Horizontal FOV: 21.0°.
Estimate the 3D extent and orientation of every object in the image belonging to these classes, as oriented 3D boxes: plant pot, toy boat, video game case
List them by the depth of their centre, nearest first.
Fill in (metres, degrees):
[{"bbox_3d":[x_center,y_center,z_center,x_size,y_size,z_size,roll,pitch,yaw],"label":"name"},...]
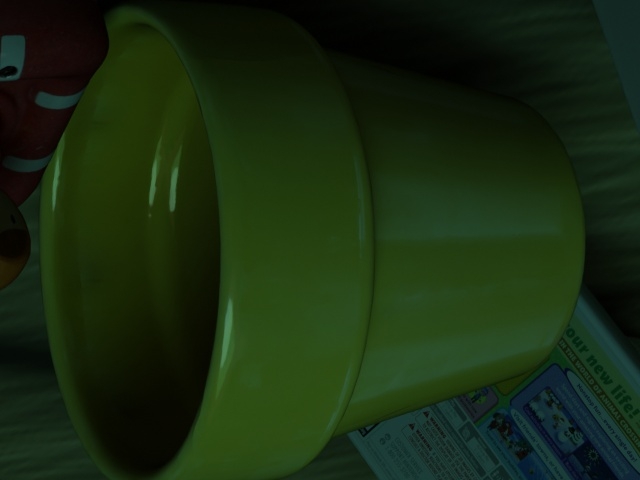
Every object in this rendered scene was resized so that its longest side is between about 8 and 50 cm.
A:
[{"bbox_3d":[-0.187,-0.042,0.874,0.151,0.151,0.231,-7,152,-30],"label":"toy boat"},{"bbox_3d":[0.000,0.000,0.935,0.239,0.254,0.254,-2,138,-29],"label":"plant pot"},{"bbox_3d":[0.108,0.103,1.077,0.193,0.212,0.023,-45,162,29],"label":"video game case"}]

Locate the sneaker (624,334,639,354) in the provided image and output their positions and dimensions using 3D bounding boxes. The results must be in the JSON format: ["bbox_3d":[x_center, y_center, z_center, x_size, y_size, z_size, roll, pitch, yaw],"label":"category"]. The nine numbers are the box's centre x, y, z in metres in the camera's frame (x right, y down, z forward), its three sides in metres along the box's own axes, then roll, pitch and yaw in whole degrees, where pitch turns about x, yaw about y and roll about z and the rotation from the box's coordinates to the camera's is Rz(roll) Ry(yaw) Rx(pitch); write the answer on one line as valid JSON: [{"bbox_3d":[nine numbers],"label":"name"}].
[{"bbox_3d":[0.192,0.192,1.216,0.236,0.130,0.323,-15,129,15],"label":"sneaker"}]

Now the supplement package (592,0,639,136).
[{"bbox_3d":[0.252,-0.079,0.838,0.175,0.293,0.177,-29,131,19],"label":"supplement package"}]
